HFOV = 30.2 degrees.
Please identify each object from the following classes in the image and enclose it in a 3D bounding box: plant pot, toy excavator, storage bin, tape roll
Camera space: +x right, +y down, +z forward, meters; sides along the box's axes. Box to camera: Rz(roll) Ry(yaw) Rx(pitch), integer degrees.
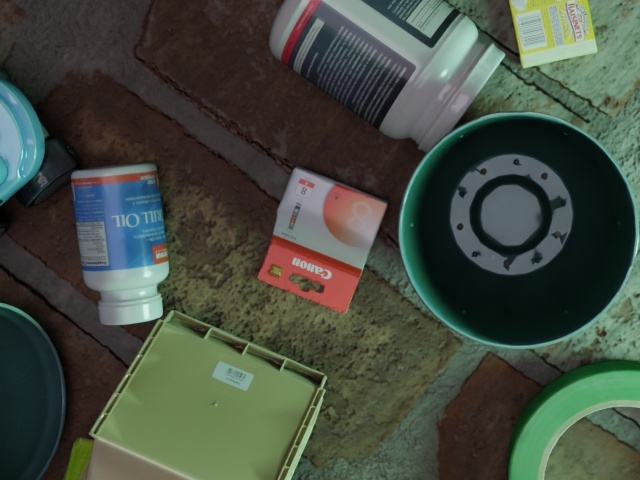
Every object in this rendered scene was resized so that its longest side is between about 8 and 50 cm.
[{"bbox_3d":[0.254,-0.022,1.560,0.293,0.235,0.293,1,96,7],"label":"plant pot"},{"bbox_3d":[-0.585,-0.052,1.558,0.433,0.445,0.222,-39,90,9],"label":"toy excavator"},{"bbox_3d":[-0.155,0.259,1.639,0.262,0.260,0.123,22,135,5],"label":"storage bin"},{"bbox_3d":[-0.539,0.234,1.689,0.196,0.293,0.293,-2,97,34],"label":"plant pot"},{"bbox_3d":[0.423,0.331,1.658,0.321,0.077,0.321,1,96,7],"label":"tape roll"}]

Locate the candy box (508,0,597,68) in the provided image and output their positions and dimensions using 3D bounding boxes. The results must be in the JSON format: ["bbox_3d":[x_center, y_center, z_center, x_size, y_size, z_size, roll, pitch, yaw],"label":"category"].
[{"bbox_3d":[0.307,-0.348,1.622,0.105,0.027,0.206,-12,95,6],"label":"candy box"}]

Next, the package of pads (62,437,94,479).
[{"bbox_3d":[-0.284,0.446,1.696,0.229,0.101,0.296,10,76,13],"label":"package of pads"}]

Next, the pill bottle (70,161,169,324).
[{"bbox_3d":[-0.281,0.003,1.688,0.124,0.124,0.221,-6,97,8],"label":"pill bottle"}]

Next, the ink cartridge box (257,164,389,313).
[{"bbox_3d":[0.000,0.000,1.693,0.145,0.045,0.179,22,96,5],"label":"ink cartridge box"}]

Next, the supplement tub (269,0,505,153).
[{"bbox_3d":[0.086,-0.256,1.577,0.272,0.191,0.191,36,99,2],"label":"supplement tub"}]
